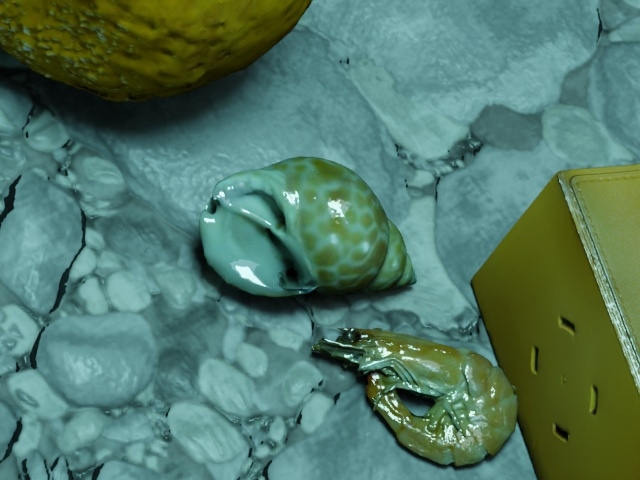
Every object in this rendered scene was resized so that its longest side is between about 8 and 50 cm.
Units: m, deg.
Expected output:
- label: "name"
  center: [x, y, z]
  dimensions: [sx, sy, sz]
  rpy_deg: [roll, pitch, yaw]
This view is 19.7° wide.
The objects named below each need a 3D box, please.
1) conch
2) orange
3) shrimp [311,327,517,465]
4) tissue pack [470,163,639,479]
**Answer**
- label: "conch"
  center: [-0.011, -0.011, 1.501]
  dimensions: [0.173, 0.106, 0.116]
  rpy_deg: [-6, 86, 0]
- label: "orange"
  center: [-0.147, -0.285, 1.469]
  dimensions: [0.341, 0.340, 0.293]
  rpy_deg: [32, 58, 2]
- label: "shrimp"
  center: [0.075, 0.121, 1.495]
  dimensions: [0.180, 0.041, 0.099]
  rpy_deg: [23, 73, -5]
- label: "tissue pack"
  center: [0.253, 0.099, 1.464]
  dimensions: [0.145, 0.194, 0.274]
  rpy_deg: [-9, 66, -21]
